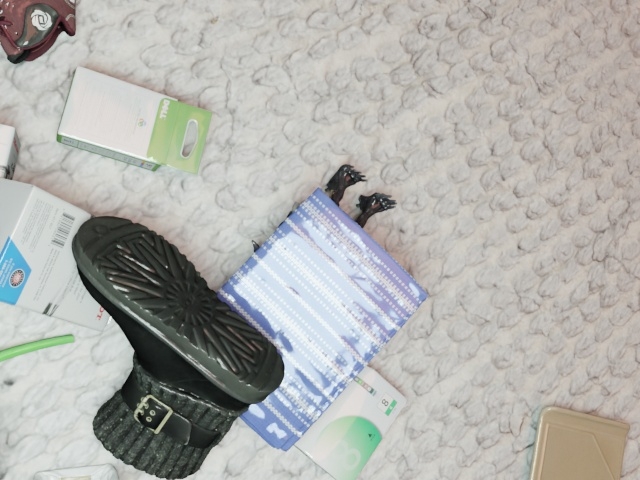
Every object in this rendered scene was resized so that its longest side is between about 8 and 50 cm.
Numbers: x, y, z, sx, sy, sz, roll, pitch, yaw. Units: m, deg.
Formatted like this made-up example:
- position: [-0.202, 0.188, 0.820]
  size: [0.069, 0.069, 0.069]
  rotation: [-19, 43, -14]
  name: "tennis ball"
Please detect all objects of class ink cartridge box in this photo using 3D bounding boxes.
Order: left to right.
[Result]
- position: [-0.463, -0.083, 0.901]
  size: [0.063, 0.109, 0.150]
  rotation: [13, 80, -19]
  name: "ink cartridge box"
- position: [-0.363, 0.025, 0.891]
  size: [0.203, 0.086, 0.148]
  rotation: [39, 67, -57]
  name: "ink cartridge box"
- position: [-0.284, -0.175, 1.008]
  size: [0.209, 0.062, 0.109]
  rotation: [16, 79, -20]
  name: "ink cartridge box"
- position: [0.012, 0.269, 1.094]
  size: [0.225, 0.056, 0.181]
  rotation: [43, 71, -14]
  name: "ink cartridge box"

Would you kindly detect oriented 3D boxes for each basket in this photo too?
- position: [-0.329, 0.382, 0.885]
  size: [0.113, 0.167, 0.103]
  rotation: [1, 89, -22]
  name: "basket"

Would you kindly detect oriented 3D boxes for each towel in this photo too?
- position: [-0.032, 0.122, 0.992]
  size: [0.243, 0.040, 0.336]
  rotation: [44, 89, -1]
  name: "towel"

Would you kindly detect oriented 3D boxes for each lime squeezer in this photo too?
- position: [-0.489, 0.212, 0.893]
  size: [0.110, 0.059, 0.310]
  rotation: [48, 70, -11]
  name: "lime squeezer"

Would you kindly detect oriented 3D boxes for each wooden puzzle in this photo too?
- position: [0.493, 0.454, 1.280]
  size: [0.221, 0.044, 0.238]
  rotation: [17, 84, -20]
  name: "wooden puzzle"

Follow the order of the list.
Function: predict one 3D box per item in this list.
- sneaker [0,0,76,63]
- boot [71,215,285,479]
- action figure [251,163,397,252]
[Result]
- position: [-0.481, -0.331, 0.923]
  size: [0.281, 0.106, 0.162]
  rotation: [-7, 91, -23]
  name: "sneaker"
- position: [-0.246, 0.161, 0.906]
  size: [0.348, 0.260, 0.131]
  rotation: [45, 30, -1]
  name: "boot"
- position: [0.000, 0.000, 1.068]
  size: [0.164, 0.141, 0.275]
  rotation: [44, 68, -14]
  name: "action figure"
